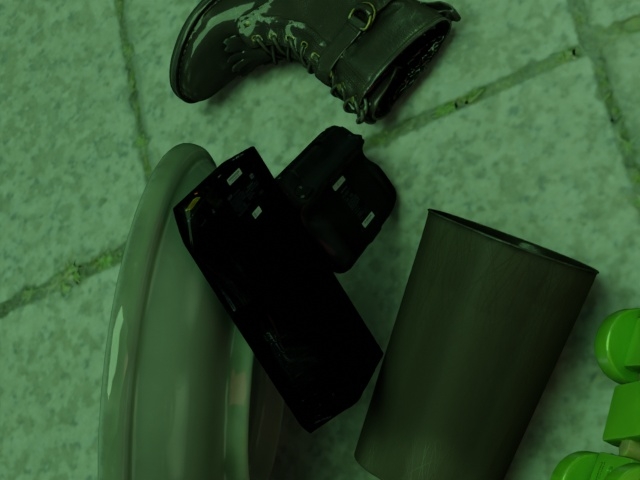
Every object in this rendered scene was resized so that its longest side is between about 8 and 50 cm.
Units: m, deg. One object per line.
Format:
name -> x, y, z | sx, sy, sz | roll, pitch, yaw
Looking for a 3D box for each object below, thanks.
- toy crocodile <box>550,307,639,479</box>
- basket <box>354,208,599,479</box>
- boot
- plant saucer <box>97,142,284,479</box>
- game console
toy crocodile -> 0.272, 0.156, 1.129 | 0.340, 0.105, 0.115 | -69, 13, -13
basket -> 0.126, 0.104, 1.198 | 0.154, 0.204, 0.226 | 21, 94, 11
boot -> -0.013, -0.191, 1.419 | 0.263, 0.091, 0.229 | -46, 57, 7
plant saucer -> -0.092, 0.117, 1.212 | 0.101, 0.400, 0.400 | 4, 75, 7
game console -> 0.000, 0.000, 1.220 | 0.044, 0.361, 0.213 | -27, 101, 26
